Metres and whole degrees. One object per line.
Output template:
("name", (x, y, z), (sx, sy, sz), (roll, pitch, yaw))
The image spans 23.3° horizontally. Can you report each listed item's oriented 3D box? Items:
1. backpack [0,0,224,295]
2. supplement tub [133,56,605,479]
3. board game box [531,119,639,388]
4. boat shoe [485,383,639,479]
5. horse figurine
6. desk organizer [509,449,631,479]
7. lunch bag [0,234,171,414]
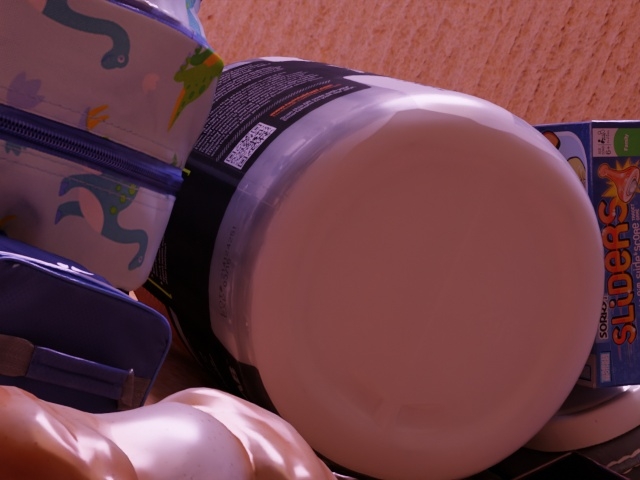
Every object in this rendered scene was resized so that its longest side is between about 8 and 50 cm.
("backpack", (-0.201, -0.088, 0.703), (0.290, 0.273, 0.355), (26, 10, -38))
("supplement tub", (0.000, 0.000, 0.854), (0.194, 0.193, 0.316), (21, 3, -23))
("board game box", (0.116, 0.004, 0.870), (0.035, 0.136, 0.201), (-2, 2, -20))
("boat shoe", (0.126, 0.118, 0.953), (0.099, 0.116, 0.319), (65, -13, -8))
("horse figurine", (-0.027, 0.078, 0.397), (0.174, 0.066, 0.263), (32, 10, 37))
("desk organizer", (0.139, 0.139, 0.721), (0.047, 0.050, 0.130), (21, 3, -39))
("lunch bag", (-0.101, 0.039, 0.539), (0.098, 0.067, 0.065), (22, 2, -40))
